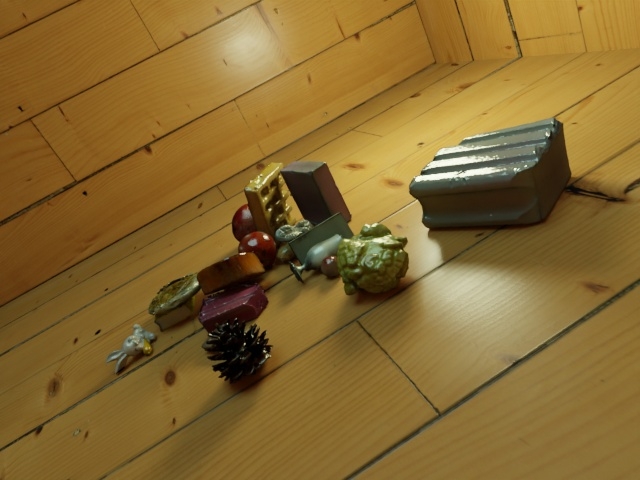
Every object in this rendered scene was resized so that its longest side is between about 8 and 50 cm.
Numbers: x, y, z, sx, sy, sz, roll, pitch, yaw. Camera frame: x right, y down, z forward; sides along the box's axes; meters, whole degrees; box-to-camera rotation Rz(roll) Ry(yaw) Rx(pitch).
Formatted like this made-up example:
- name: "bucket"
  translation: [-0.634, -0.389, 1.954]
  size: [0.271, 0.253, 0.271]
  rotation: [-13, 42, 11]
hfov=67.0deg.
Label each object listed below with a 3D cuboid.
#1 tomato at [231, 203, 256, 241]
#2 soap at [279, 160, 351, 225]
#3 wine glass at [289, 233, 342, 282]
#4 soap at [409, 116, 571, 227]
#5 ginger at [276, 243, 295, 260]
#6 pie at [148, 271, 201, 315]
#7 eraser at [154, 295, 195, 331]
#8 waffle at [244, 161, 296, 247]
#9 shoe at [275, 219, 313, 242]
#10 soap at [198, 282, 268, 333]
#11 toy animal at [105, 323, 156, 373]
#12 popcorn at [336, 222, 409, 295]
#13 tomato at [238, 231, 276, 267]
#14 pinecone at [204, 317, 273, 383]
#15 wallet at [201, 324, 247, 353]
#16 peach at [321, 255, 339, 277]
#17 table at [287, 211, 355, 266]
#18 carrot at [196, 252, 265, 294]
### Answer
- name: "tomato"
  translation: [-0.331, -0.078, 2.312]
  size: [0.208, 0.185, 0.208]
  rotation: [-45, 26, 29]
- name: "soap"
  translation: [-0.025, -0.204, 2.147]
  size: [0.107, 0.296, 0.286]
  rotation: [-38, 28, -22]
- name: "wine glass"
  translation: [-0.006, 0.067, 1.828]
  size: [0.222, 0.103, 0.103]
  rotation: [-32, 24, -10]
- name: "soap"
  translation: [0.573, -0.212, 1.645]
  size: [0.436, 0.212, 0.350]
  rotation: [-3, 36, 43]
- name: "ginger"
  translation: [-0.049, 0.003, 2.038]
  size: [0.299, 0.065, 0.118]
  rotation: [-26, 20, -1]
- name: "pie"
  translation: [-0.605, 0.220, 2.027]
  size: [0.275, 0.055, 0.274]
  rotation: [-26, 21, 11]
- name: "eraser"
  translation: [-0.622, 0.277, 2.078]
  size: [0.158, 0.069, 0.226]
  rotation: [-29, 25, 0]
- name: "waffle"
  translation: [-0.223, -0.146, 2.195]
  size: [0.078, 0.347, 0.304]
  rotation: [0, 32, 21]
- name: "shoe"
  translation: [-0.114, -0.020, 1.970]
  size: [0.169, 0.071, 0.099]
  rotation: [-21, -20, -29]
- name: "soap"
  translation: [-0.322, 0.243, 1.799]
  size: [0.250, 0.099, 0.162]
  rotation: [-23, 24, 11]
- name: "toy animal"
  translation: [-0.731, 0.430, 1.893]
  size: [0.127, 0.131, 0.181]
  rotation: [-52, 4, 29]
- name: "popcorn"
  translation: [0.162, 0.069, 1.552]
  size: [0.256, 0.194, 0.254]
  rotation: [4, 49, 50]
- name: "tomato"
  translation: [-0.267, 0.040, 2.059]
  size: [0.168, 0.167, 0.167]
  rotation: [-23, 25, 11]
- name: "pinecone"
  translation: [-0.251, 0.324, 1.456]
  size: [0.208, 0.207, 0.207]
  rotation: [-23, 25, 11]
- name: "wallet"
  translation: [-0.329, 0.346, 1.677]
  size: [0.153, 0.038, 0.118]
  rotation: [1, 39, 42]
- name: "peach"
  translation: [0.041, 0.092, 1.755]
  size: [0.083, 0.083, 0.083]
  rotation: [-23, 25, 11]
- name: "table"
  translation: [0.000, 0.000, 1.935]
  size: [0.240, 0.121, 0.111]
  rotation: [-31, 4, -9]
- name: "carrot"
  translation: [-0.359, 0.138, 1.927]
  size: [0.259, 0.100, 0.307]
  rotation: [-13, -10, -31]
